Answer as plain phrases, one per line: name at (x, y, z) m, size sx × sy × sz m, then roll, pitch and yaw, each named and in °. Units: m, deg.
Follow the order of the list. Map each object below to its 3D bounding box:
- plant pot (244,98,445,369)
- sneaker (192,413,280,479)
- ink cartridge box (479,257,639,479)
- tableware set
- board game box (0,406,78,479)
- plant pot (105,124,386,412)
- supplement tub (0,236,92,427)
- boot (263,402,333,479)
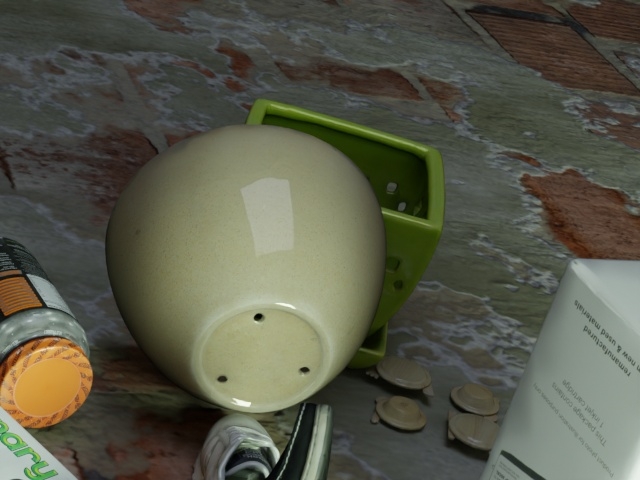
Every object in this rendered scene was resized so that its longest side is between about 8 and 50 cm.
plant pot at (0.000, 0.000, 2.034) m, size 0.228 × 0.207 × 0.227 m, roll 15°, pitch 24°, yaw -3°
sneaker at (-0.066, 0.211, 1.689) m, size 0.090 × 0.094 × 0.235 m, roll 11°, pitch 22°, yaw -8°
ink cartridge box at (0.288, 0.223, 1.538) m, size 0.286 × 0.394 × 0.166 m, roll 1°, pitch 31°, yaw -30°
tableware set at (0.126, 0.175, 1.975) m, size 0.169 × 0.020 × 0.141 m, roll 17°, pitch 25°, yaw 2°
board game box at (-0.357, 0.171, 1.579) m, size 0.305 × 0.053 × 0.193 m, roll 39°, pitch 29°, yaw 23°
plant pot at (-0.064, 0.056, 1.804) m, size 0.284 × 0.284 × 0.191 m, roll 10°, pitch 32°, yaw -15°
supplement tub at (-0.293, 0.088, 1.769) m, size 0.117 × 0.117 × 0.190 m, roll 1°, pitch 30°, yaw -31°
boot at (-0.097, 0.224, 1.527) m, size 0.179 × 0.236 × 0.085 m, roll 17°, pitch -16°, yaw 9°
